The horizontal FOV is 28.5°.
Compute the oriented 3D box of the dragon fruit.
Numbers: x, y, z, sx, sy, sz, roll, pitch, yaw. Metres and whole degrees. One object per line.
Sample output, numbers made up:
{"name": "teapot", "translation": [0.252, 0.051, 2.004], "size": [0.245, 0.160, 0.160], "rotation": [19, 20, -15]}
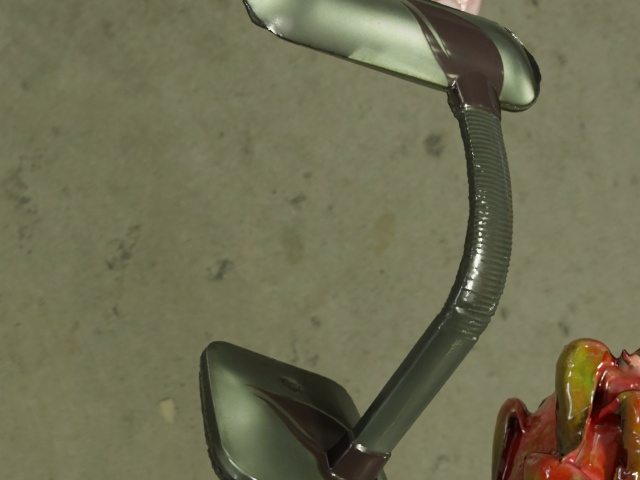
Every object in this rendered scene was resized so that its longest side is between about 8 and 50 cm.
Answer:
{"name": "dragon fruit", "translation": [0.252, 0.184, 0.985], "size": [0.228, 0.307, 0.243], "rotation": [21, 36, -17]}

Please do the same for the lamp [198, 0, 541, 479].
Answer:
{"name": "lamp", "translation": [0.003, 0.001, 0.669], "size": [0.203, 0.124, 0.283], "rotation": [20, 104, -28]}

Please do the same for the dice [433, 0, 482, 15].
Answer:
{"name": "dice", "translation": [0.053, -0.183, 0.854], "size": [0.094, 0.091, 0.093], "rotation": [-3, 108, -18]}
